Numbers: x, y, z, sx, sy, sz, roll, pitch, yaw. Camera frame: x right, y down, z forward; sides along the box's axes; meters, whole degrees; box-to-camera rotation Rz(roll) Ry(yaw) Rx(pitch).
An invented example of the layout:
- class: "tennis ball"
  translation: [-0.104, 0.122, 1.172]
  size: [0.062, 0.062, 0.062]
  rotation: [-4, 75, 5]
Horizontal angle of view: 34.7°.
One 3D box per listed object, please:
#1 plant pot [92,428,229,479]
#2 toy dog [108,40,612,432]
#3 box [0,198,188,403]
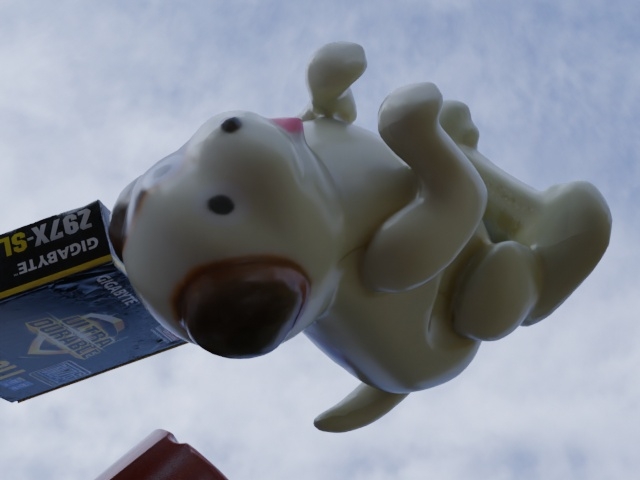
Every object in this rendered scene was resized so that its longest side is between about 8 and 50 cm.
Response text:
- class: "plant pot"
  translation: [-0.223, 0.388, 1.229]
  size: [0.265, 0.272, 0.272]
  rotation: [-44, -71, -26]
- class: "toy dog"
  translation: [0.000, 0.000, 0.987]
  size: [0.407, 0.284, 0.395]
  rotation: [10, -58, -43]
- class: "box"
  translation: [-0.304, 0.083, 1.157]
  size: [0.257, 0.322, 0.079]
  rotation: [-18, -111, 3]
